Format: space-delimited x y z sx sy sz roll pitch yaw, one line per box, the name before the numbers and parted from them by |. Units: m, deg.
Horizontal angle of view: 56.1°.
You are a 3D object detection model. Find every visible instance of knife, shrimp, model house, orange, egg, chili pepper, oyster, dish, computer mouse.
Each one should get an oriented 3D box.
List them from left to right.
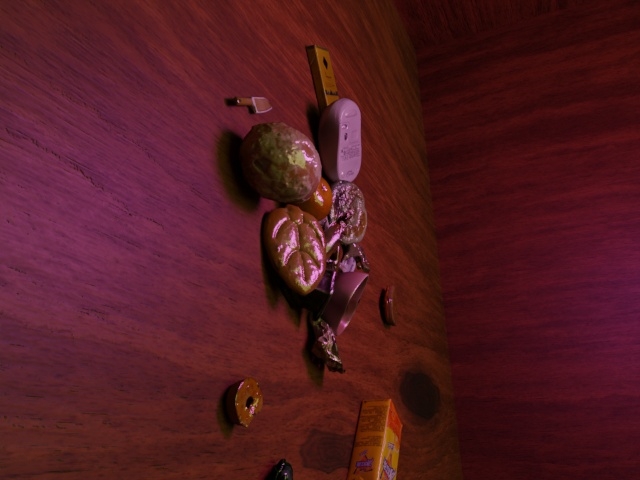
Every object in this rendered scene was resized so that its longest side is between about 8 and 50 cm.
knife | -0.180 -0.364 1.617 0.256 0.022 0.046 -38 109 -71
egg | -0.101 -0.192 1.517 0.233 0.195 0.195 45 38 -34
chili pepper | -0.073 0.607 1.397 0.108 0.062 0.216 -54 133 -62
model house | -0.041 0.112 1.671 0.152 0.106 0.165 24 45 -19
orange | -0.039 -0.122 1.738 0.155 0.134 0.154 31 43 -34
oyster | 0.006 0.302 1.746 0.163 0.081 0.191 91 -19 -69
shrimp | 0.033 0.037 1.814 0.287 0.063 0.152 -56 131 -27
computer mouse | 0.057 -0.345 2.090 0.184 0.121 0.296 -33 129 -52
dish | 0.058 0.180 1.816 0.213 0.090 0.213 -58 165 -25

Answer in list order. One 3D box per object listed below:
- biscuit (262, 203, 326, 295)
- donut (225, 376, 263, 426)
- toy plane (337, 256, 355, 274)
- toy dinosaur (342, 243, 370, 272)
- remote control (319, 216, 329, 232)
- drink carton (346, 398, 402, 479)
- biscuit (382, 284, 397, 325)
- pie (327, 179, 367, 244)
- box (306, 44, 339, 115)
biscuit | -0.060 0.022 1.599 0.203 0.041 0.260 12 59 -38
donut | -0.168 0.346 1.297 0.108 0.043 0.097 -27 106 -67
toy plane | 0.082 0.116 2.006 0.171 0.066 0.162 -79 155 -49
toy dinosaur | 0.107 0.020 2.149 0.251 0.072 0.199 45 28 -38
remote control | 0.001 0.000 1.874 0.090 0.049 0.230 -47 128 -63
drink carton | 0.176 0.694 1.930 0.351 0.111 0.154 -69 142 -51
biscuit | 0.287 0.275 2.491 0.170 0.050 0.170 -4 90 -75
pie | 0.085 -0.093 2.054 0.240 0.054 0.240 8 79 -51
box | 0.020 -0.567 2.197 0.153 0.041 0.279 -30 108 -67
